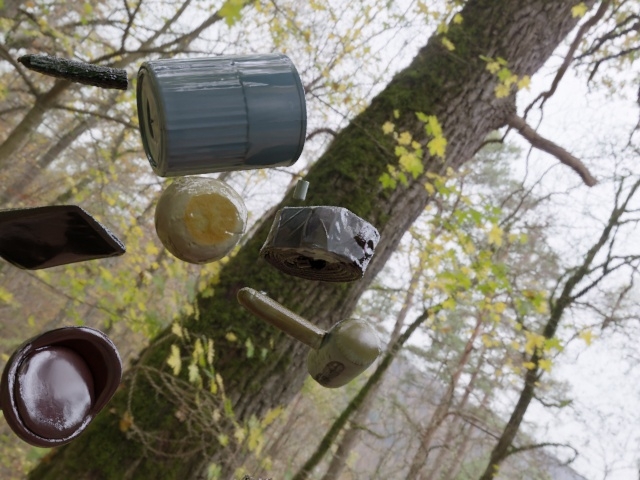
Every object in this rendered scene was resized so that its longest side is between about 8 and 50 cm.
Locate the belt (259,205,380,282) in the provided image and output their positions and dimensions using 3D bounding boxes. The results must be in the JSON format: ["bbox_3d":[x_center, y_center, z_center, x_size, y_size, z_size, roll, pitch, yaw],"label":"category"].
[{"bbox_3d":[0.000,0.000,1.381,0.289,0.164,0.184,2,-33,38],"label":"belt"}]

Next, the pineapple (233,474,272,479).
[{"bbox_3d":[-0.251,0.728,1.483,0.262,0.263,0.271,40,-34,-28],"label":"pineapple"}]

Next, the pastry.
[{"bbox_3d":[-0.201,-0.036,0.977,0.156,0.156,0.092,36,-25,-18],"label":"pastry"}]

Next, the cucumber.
[{"bbox_3d":[-0.694,-0.477,1.623,0.293,0.068,0.067,3,2,-33],"label":"cucumber"}]

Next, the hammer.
[{"bbox_3d":[-0.039,0.185,1.182,0.305,0.113,0.202,31,-40,-4],"label":"hammer"}]

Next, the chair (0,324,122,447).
[{"bbox_3d":[-0.613,0.312,1.144,0.401,0.227,0.226,-18,-39,21],"label":"chair"}]

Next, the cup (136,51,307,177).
[{"bbox_3d":[-0.238,-0.300,1.279,0.331,0.311,0.257,60,-33,32],"label":"cup"}]

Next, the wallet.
[{"bbox_3d":[-0.497,-0.010,1.053,0.245,0.052,0.169,-6,-35,15],"label":"wallet"}]

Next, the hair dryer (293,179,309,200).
[{"bbox_3d":[-0.063,-0.164,1.860,0.037,0.063,0.124,17,4,-3],"label":"hair dryer"}]
